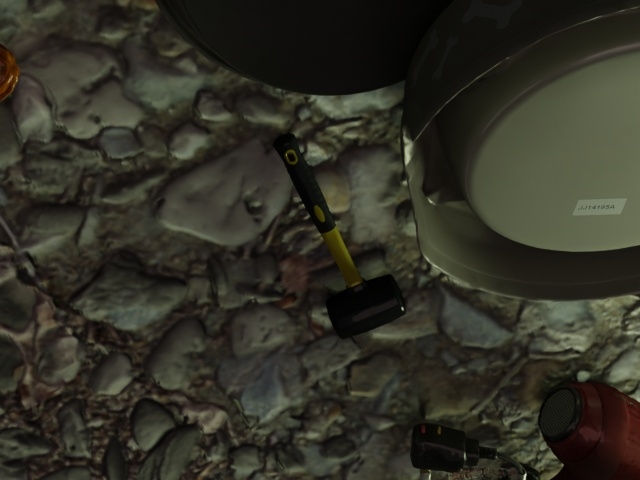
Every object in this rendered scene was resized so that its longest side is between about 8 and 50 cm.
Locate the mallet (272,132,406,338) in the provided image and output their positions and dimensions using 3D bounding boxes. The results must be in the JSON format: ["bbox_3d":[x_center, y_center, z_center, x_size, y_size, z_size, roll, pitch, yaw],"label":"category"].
[{"bbox_3d":[0.000,0.000,1.504,0.062,0.039,0.189,-29,118,10],"label":"mallet"}]

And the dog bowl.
[{"bbox_3d":[0.219,-0.092,1.386,0.349,0.102,0.348,-6,145,-4],"label":"dog bowl"}]

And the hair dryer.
[{"bbox_3d":[0.211,0.209,1.670,0.294,0.080,0.223,-5,138,-2],"label":"hair dryer"}]

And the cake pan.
[{"bbox_3d":[0.014,-0.226,1.350,0.293,0.054,0.293,-6,123,-9],"label":"cake pan"}]

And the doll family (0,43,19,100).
[{"bbox_3d":[-0.296,-0.153,1.293,0.163,0.118,0.263,-15,106,4],"label":"doll family"}]
